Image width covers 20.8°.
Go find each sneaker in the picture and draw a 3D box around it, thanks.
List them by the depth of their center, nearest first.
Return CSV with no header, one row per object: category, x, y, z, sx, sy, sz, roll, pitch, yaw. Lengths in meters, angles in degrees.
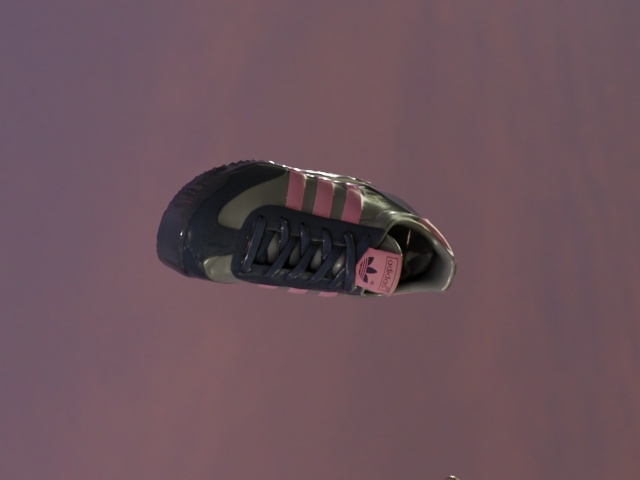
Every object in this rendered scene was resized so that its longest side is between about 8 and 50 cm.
sneaker,0.000,0.000,1.542,0.319,0.131,0.112,-3,-63,-49

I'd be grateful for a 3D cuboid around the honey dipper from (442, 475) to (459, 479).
honey dipper,0.105,0.222,1.394,0.160,0.030,0.030,-74,-23,-80
